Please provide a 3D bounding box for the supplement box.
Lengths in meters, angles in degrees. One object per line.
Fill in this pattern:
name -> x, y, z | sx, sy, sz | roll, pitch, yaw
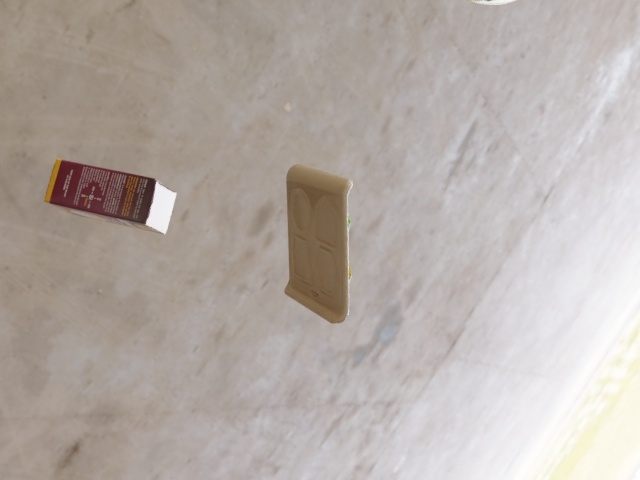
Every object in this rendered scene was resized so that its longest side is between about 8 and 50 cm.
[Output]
supplement box -> -0.357, -0.074, 1.540 | 0.104, 0.188, 0.080 | 44, 58, -76

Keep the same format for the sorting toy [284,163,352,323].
sorting toy -> 0.000, 0.000, 1.331 | 0.038, 0.193, 0.208 | -3, 103, -26

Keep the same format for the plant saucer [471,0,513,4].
plant saucer -> 0.137, -0.314, 0.724 | 0.241, 0.037, 0.240 | 1, 89, -38
